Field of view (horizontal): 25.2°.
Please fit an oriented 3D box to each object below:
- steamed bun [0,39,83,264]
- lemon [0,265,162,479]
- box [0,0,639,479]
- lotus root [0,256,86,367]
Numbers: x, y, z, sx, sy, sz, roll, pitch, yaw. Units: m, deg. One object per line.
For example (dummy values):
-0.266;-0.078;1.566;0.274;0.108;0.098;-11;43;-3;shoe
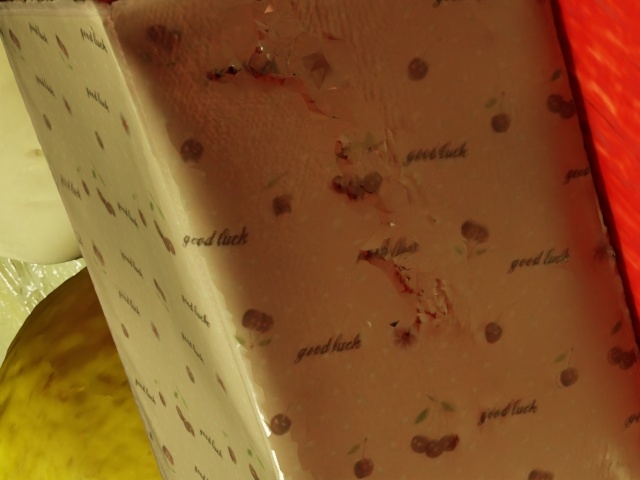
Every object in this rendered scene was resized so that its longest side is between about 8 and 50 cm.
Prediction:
-0.292;-0.220;1.075;0.456;0.290;0.371;50;170;-24;steamed bun
-0.099;0.141;0.993;0.316;0.285;0.285;29;146;24;lemon
0.000;0.000;0.667;0.225;0.190;0.297;21;132;67;box
-0.203;0.060;1.353;0.260;0.267;0.149;56;-151;-15;lotus root
